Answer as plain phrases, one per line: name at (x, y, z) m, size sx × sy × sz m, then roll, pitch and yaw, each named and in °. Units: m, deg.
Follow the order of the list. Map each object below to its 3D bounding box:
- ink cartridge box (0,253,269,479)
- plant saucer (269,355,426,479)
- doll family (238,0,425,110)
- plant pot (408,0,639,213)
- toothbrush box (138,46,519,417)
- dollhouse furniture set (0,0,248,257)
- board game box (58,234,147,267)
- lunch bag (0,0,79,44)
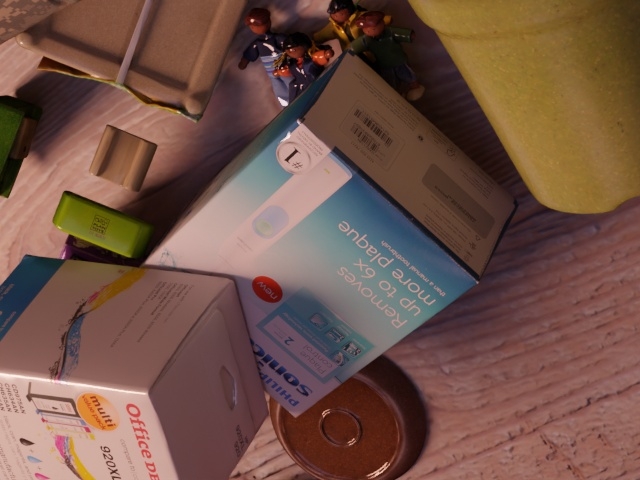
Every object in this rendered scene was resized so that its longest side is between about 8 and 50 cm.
ink cartridge box at (-0.196, 0.137, 1.693) m, size 0.232 × 0.168 × 0.171 m, roll 5°, pitch 129°, yaw 26°
plant saucer at (0.024, 0.186, 1.852) m, size 0.168 × 0.029 × 0.168 m, roll 7°, pitch 115°, yaw 14°
doll family at (0.005, -0.172, 1.667) m, size 0.193 × 0.076 × 0.111 m, roll -16°, pitch 120°, yaw 23°
plant pot at (0.219, -0.173, 1.512) m, size 0.276 × 0.276 × 0.254 m, roll -13°, pitch 121°, yaw 23°
toothbrush box at (0.000, 0.000, 1.676) m, size 0.216 × 0.126 × 0.295 m, roll 42°, pitch 135°, yaw -9°
dollhouse furniture set at (-0.202, -0.156, 1.749) m, size 0.197 × 0.151 × 0.301 m, roll 22°, pitch 92°, yaw -3°
board game box at (-0.219, 0.171, 1.884) m, size 0.208 × 0.056 × 0.347 m, roll 23°, pitch 117°, yaw -3°
lunch bag at (-0.372, -0.311, 1.652) m, size 0.235 × 0.169 × 0.287 m, roll -24°, pitch 69°, yaw 27°
